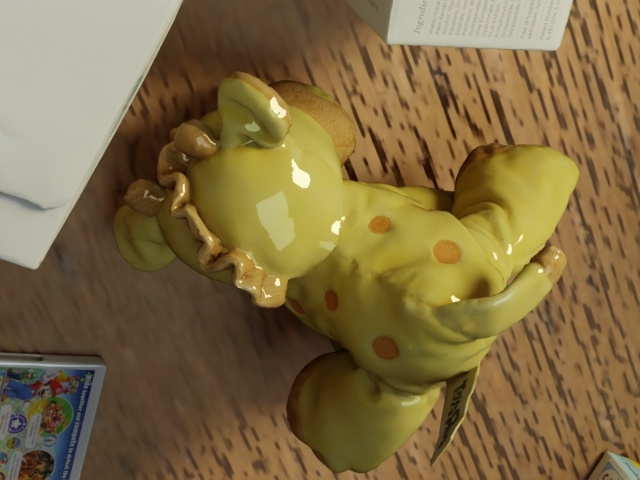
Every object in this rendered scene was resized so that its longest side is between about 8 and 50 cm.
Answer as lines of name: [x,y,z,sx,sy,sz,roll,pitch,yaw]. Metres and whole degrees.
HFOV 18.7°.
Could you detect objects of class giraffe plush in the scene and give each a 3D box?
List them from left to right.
giraffe plush: [0.000,0.000,0.887,0.170,0.210,0.181,36,105,-5]

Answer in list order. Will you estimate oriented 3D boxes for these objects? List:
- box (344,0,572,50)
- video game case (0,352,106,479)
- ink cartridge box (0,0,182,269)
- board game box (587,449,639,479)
box: [0.058,-0.147,0.848,0.087,0.101,0.102,1,118,-23]
video game case: [-0.171,0.093,0.944,0.122,0.011,0.087,4,116,-25]
ink cartridge box: [-0.153,-0.096,0.740,0.128,0.176,0.127,21,109,-32]
board game box: [0.261,0.252,1.135,0.275,0.142,0.144,23,107,-29]
